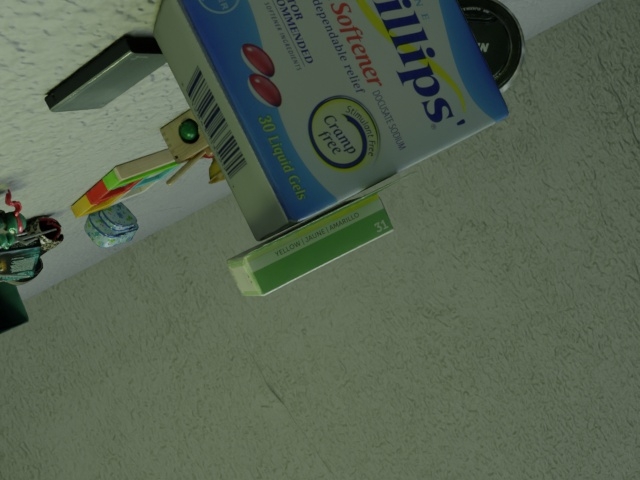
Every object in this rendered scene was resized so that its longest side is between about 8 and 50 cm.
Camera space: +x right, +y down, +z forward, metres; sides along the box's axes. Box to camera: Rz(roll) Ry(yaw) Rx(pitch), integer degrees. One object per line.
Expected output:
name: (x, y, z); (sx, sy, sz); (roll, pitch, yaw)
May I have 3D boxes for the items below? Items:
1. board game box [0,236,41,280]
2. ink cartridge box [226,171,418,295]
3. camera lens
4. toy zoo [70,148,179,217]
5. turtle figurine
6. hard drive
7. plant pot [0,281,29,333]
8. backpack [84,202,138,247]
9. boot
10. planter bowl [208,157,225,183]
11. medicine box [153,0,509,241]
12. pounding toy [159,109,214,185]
board game box: (-0.674, 0.049, 1.423); (0.186, 0.026, 0.126); (-10, 153, -36)
ink cartridge box: (0.000, 0.000, 0.750); (0.171, 0.056, 0.235); (-27, -175, -17)
camera lens: (0.303, -0.388, 1.496); (0.219, 0.220, 0.274); (-27, -178, 5)
toy zoo: (-0.427, -0.124, 1.544); (0.192, 0.030, 0.293); (-29, -177, -44)
turtle figurine: (-0.546, 0.003, 1.094); (0.234, 0.118, 0.175); (-13, 160, -31)
hard drive: (-0.241, -0.192, 0.812); (0.135, 0.022, 0.094); (-26, -178, 26)
plant pot: (-0.906, 0.180, 1.764); (0.234, 0.166, 0.165); (-18, -175, 20)
backpack: (-0.530, -0.043, 1.767); (0.114, 0.105, 0.084); (-29, 160, -52)
boot: (-0.643, 0.024, 1.566); (0.178, 0.085, 0.236); (-27, 171, 6)
planter bowl: (-0.181, -0.219, 1.615); (0.217, 0.090, 0.217); (-27, -179, 1)
medicine box: (0.010, -0.183, 0.764); (0.289, 0.264, 0.149); (-28, -177, -20)
pounding toy: (-0.216, -0.180, 1.268); (0.130, 0.100, 0.141); (-26, -178, 26)
